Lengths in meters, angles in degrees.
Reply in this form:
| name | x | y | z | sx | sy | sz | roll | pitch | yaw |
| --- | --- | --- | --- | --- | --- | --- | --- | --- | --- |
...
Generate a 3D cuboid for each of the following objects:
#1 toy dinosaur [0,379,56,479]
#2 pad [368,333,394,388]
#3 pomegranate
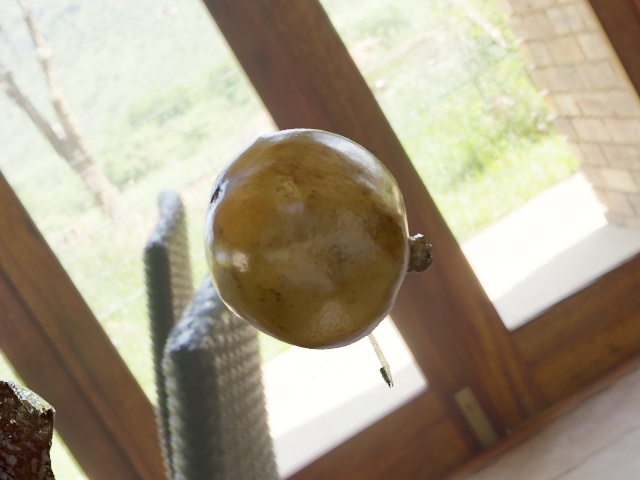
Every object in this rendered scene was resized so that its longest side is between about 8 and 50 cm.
| name | x | y | z | sx | sy | sz | roll | pitch | yaw |
| --- | --- | --- | --- | --- | --- | --- | --- | --- | --- |
| toy dinosaur | -0.359 | 0.266 | 1.211 | 0.327 | 0.206 | 0.113 | -27 | 13 | 27 |
| pad | 0.055 | 0.111 | 1.483 | 0.009 | 0.159 | 0.265 | -26 | -14 | -2 |
| pomegranate | 0.000 | 0.000 | 0.936 | 0.196 | 0.196 | 0.196 | -30 | 10 | 6 |
